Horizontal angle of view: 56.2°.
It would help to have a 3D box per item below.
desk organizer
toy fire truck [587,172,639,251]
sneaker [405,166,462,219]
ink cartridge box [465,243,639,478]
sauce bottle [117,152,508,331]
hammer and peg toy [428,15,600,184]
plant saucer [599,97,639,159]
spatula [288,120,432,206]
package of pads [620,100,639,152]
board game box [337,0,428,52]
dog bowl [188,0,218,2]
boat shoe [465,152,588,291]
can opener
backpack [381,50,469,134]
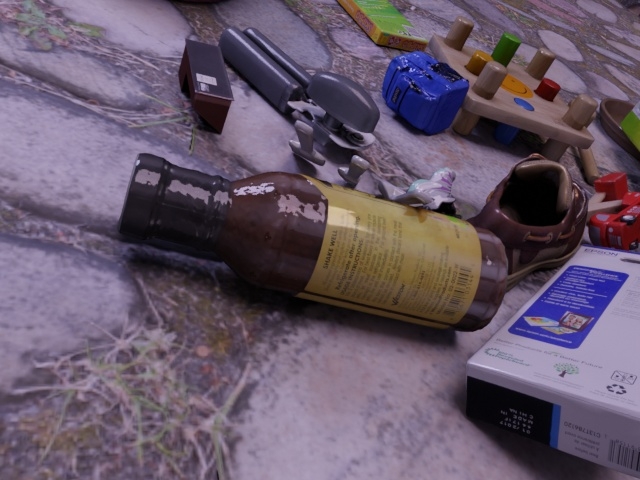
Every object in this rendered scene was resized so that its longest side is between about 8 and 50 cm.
[{"bbox_3d":[-0.143,-0.190,0.733,0.047,0.050,0.130,7,41,-25],"label":"desk organizer"},{"bbox_3d":[0.442,-0.045,0.895,0.192,0.047,0.135,-27,21,-28],"label":"toy fire truck"},{"bbox_3d":[0.160,-0.054,0.773,0.098,0.038,0.069,-28,64,-37],"label":"sneaker"},{"bbox_3d":[0.288,0.093,0.588,0.165,0.065,0.332,11,25,38],"label":"ink cartridge box"},{"bbox_3d":[0.000,0.000,0.542,0.344,0.111,0.111,15,38,-18],"label":"sauce bottle"},{"bbox_3d":[0.380,-0.253,1.067,0.361,0.127,0.266,14,38,-18],"label":"hammer and peg toy"},{"bbox_3d":[0.732,-0.220,1.321,0.277,0.041,0.278,17,37,-13],"label":"plant saucer"},{"bbox_3d":[0.041,-0.073,0.629,0.168,0.019,0.242,30,0,-2],"label":"spatula"},{"bbox_3d":[0.712,-0.146,1.095,0.229,0.101,0.297,21,35,-8],"label":"package of pads"},{"bbox_3d":[0.111,-0.479,1.254,0.124,0.039,0.260,-1,47,-33],"label":"board game box"},{"bbox_3d":[-0.278,-0.549,1.003,0.407,0.150,0.408,16,38,-13],"label":"dog bowl"},{"bbox_3d":[0.274,-0.041,0.749,0.342,0.123,0.123,-20,56,-45],"label":"boat shoe"},{"bbox_3d":[-0.026,-0.222,0.807,0.076,0.095,0.283,-19,56,-45],"label":"can opener"},{"bbox_3d":[0.153,-0.237,0.935,0.101,0.098,0.120,-21,58,-41],"label":"backpack"}]
